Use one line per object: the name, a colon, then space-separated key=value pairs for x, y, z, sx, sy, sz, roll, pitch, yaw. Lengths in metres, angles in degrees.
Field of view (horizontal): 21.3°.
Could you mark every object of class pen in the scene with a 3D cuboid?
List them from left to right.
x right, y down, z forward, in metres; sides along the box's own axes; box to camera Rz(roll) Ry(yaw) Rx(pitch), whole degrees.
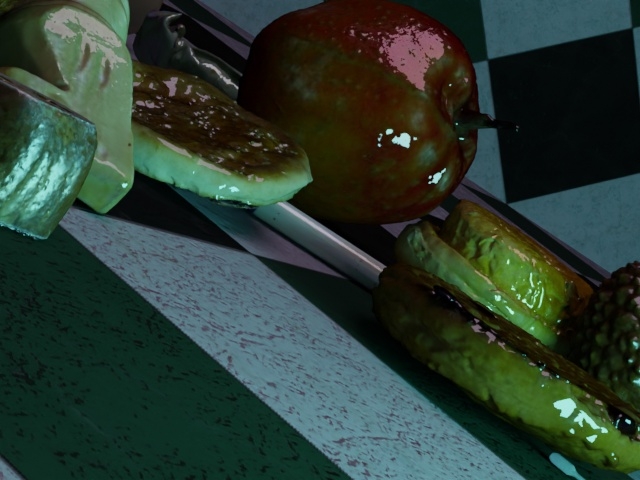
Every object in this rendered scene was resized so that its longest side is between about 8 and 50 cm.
pen: x=0.000 y=0.000 z=1.671 sx=0.269 sy=0.033 sz=0.033 roll=33 pitch=9 yaw=-14

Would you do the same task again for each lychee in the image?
lychee: x=0.344 y=0.138 z=1.749 sx=0.200 sy=0.238 sz=0.200 roll=-7 pitch=6 yaw=1

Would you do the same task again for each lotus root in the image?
lotus root: x=-0.209 y=-0.064 z=1.080 sx=0.112 sy=0.081 sz=0.122 roll=32 pitch=5 yaw=34

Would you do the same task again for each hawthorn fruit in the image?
hawthorn fruit: x=0.068 y=-0.136 z=1.806 sx=0.300 sy=0.254 sz=0.254 roll=7 pitch=-8 yaw=33

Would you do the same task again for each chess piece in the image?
chess piece: x=-0.208 y=-0.125 z=1.340 sx=0.137 sy=0.137 sz=0.301 roll=31 pitch=20 yaw=-26

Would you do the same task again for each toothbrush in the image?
toothbrush: x=0.260 y=0.234 z=1.450 sx=0.167 sy=0.011 sz=0.014 roll=39 pitch=3 yaw=25

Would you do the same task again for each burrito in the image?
burrito: x=-0.123 y=-0.180 z=2.028 sx=0.229 sy=0.089 sz=0.144 roll=36 pitch=-6 yaw=-1

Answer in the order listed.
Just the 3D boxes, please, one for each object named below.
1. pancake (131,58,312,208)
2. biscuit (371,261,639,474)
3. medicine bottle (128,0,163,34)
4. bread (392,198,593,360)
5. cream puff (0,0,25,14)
pancake: x=-0.127 y=-0.107 z=1.591 sx=0.282 sy=0.049 sz=0.282 roll=23 pitch=19 yaw=-8
biscuit: x=0.167 y=0.118 z=1.506 sx=0.296 sy=0.075 sz=0.296 roll=34 pitch=5 yaw=-3
medicine bottle: x=-0.310 y=-0.348 z=2.130 sx=0.114 sy=0.114 sz=0.252 roll=41 pitch=11 yaw=36
bread: x=0.192 y=0.051 z=1.839 sx=0.236 sy=0.120 sz=0.198 roll=25 pitch=15 yaw=-48
cream puff: x=-0.308 y=-0.272 z=1.235 sx=0.350 sy=0.229 sz=0.350 roll=3 pitch=-17 yaw=1
